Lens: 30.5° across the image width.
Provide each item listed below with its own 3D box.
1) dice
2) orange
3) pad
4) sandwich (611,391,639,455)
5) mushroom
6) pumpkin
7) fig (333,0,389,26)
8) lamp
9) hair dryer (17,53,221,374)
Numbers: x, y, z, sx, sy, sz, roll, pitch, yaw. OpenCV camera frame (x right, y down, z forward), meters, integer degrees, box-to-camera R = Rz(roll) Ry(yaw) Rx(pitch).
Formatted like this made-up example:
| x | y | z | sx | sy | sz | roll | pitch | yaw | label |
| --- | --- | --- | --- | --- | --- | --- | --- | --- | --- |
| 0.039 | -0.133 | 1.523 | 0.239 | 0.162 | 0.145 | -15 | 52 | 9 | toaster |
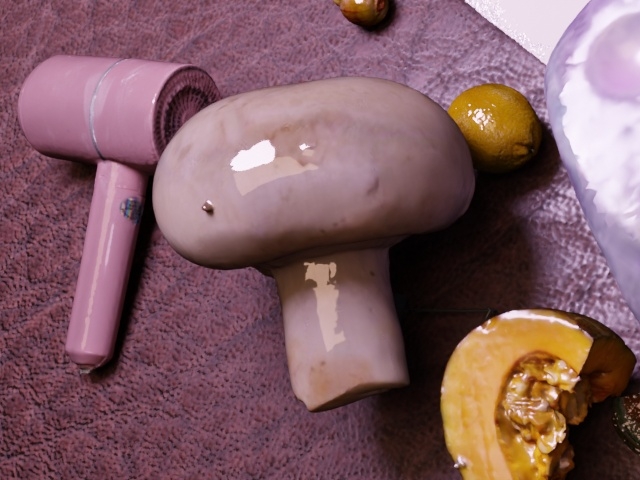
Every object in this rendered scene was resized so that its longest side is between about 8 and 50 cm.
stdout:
| x | y | z | sx | sy | sz | roll | pitch | yaw | label |
| --- | --- | --- | --- | --- | --- | --- | --- | --- | --- |
| 0.343 | -0.064 | 0.877 | 0.271 | 0.270 | 0.270 | -26 | 64 | 21 | dice |
| 0.163 | -0.103 | 1.100 | 0.095 | 0.085 | 0.085 | 41 | 98 | 35 | orange |
| 0.211 | -0.274 | 1.134 | 0.232 | 0.004 | 0.156 | 43 | 98 | 16 | pad |
| 0.292 | 0.156 | 0.986 | 0.101 | 0.026 | 0.069 | 35 | 96 | 33 | sandwich |
| 0.000 | 0.000 | 1.066 | 0.292 | 0.292 | 0.290 | -7 | 93 | 28 | mushroom |
| 0.162 | 0.173 | 0.991 | 0.126 | 0.131 | 0.248 | 21 | 89 | 33 | pumpkin |
| 0.037 | -0.253 | 1.240 | 0.083 | 0.050 | 0.050 | 29 | 91 | 50 | fig |
| 0.105 | 0.074 | 1.112 | 0.121 | 0.041 | 0.054 | 16 | 75 | 35 | lamp |
| -0.247 | -0.029 | 1.299 | 0.210 | 0.125 | 0.352 | 10 | 88 | 32 | hair dryer |
